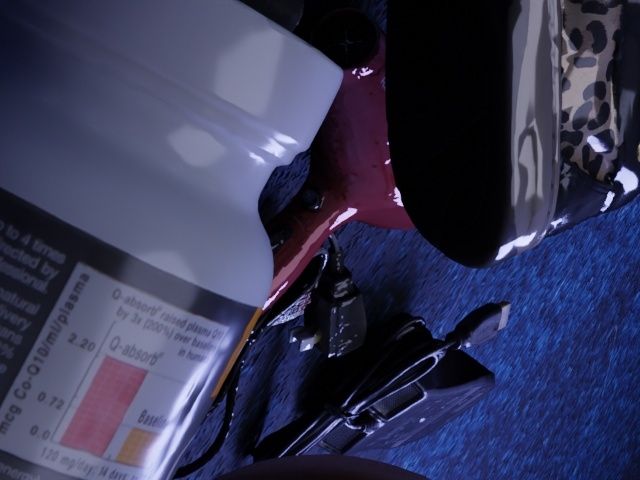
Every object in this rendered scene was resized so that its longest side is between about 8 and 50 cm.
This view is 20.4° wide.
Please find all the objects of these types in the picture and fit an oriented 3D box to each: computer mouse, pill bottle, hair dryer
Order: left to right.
[{"bbox_3d":[-0.114,0.032,0.620,0.278,0.162,0.162,-61,160,2],"label":"pill bottle"},{"bbox_3d":[0.000,0.000,0.975,0.223,0.080,0.293,-36,149,-48],"label":"hair dryer"},{"bbox_3d":[0.065,0.084,1.228,0.184,0.060,0.262,-41,162,27],"label":"computer mouse"}]

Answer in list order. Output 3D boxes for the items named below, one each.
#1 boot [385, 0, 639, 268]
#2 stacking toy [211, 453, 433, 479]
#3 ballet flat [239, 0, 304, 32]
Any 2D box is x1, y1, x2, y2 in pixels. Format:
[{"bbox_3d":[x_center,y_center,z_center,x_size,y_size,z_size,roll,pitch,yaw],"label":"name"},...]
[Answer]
[{"bbox_3d":[0.182,-0.182,0.863,0.284,0.138,0.377,-10,114,-29],"label":"boot"},{"bbox_3d":[-0.088,0.276,0.810,0.480,0.350,0.351,11,107,-62],"label":"stacking toy"},{"bbox_3d":[-0.064,-0.090,0.763,0.049,0.057,0.173,-23,-173,40],"label":"ballet flat"}]
